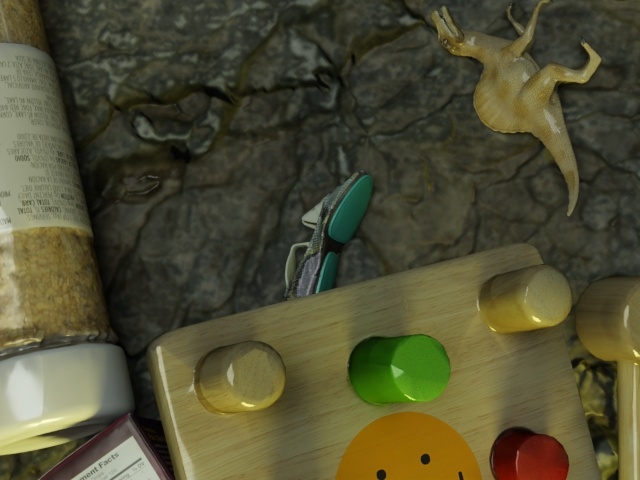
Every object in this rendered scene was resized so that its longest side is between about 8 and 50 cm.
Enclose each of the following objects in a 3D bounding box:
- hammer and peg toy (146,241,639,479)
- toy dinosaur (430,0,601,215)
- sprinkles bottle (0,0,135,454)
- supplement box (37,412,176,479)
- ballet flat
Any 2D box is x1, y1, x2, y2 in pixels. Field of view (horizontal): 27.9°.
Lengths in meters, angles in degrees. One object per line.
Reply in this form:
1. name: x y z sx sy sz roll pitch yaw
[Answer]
1. hammer and peg toy: 0.099 0.142 0.754 0.361 0.127 0.266 -12 86 -24
2. toy dinosaur: 0.155 -0.107 0.909 0.092 0.053 0.183 -41 68 15
3. sprinkles bottle: -0.225 -0.034 0.906 0.121 0.121 0.356 -16 77 5
4. supplement box: -0.093 0.214 0.849 0.080 0.104 0.188 -36 76 1
5. ballet flat: 0.000 0.000 0.910 0.041 0.041 0.114 19 82 11
